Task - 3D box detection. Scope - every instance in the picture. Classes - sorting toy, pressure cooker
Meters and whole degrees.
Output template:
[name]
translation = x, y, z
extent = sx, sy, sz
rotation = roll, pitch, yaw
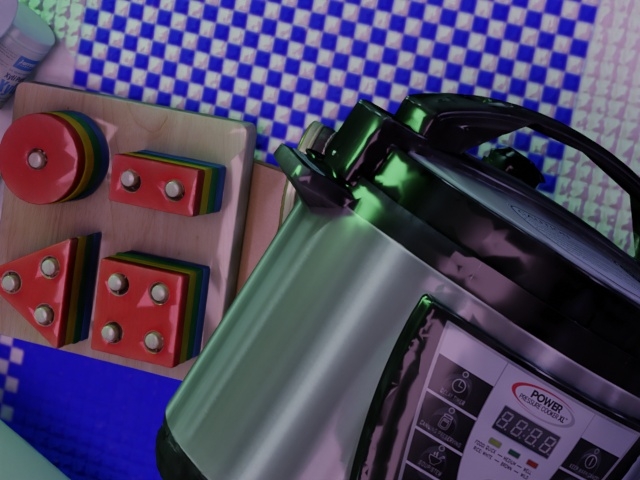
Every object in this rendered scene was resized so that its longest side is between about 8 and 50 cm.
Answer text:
[sorting toy]
translation = -0.210, -0.006, 1.694
extent = 0.255, 0.089, 0.257
rotation = 12, 101, 21
[pressure cooker]
translation = 0.105, 0.093, 1.448
extent = 0.375, 0.370, 0.420
rotation = 36, 96, 25

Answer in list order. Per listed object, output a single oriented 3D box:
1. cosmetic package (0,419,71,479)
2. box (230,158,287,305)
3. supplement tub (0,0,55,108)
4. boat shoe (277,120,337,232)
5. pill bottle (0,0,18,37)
[cosmetic package]
translation = -0.433, 0.372, 1.633
extent = 0.327, 0.394, 0.329
rotation = 40, 119, 0
[box]
translation = -0.121, 0.005, 1.720
extent = 0.164, 0.021, 0.201
rotation = 20, 103, 18
[supplement tub]
translation = -0.322, -0.179, 1.748
extent = 0.071, 0.071, 0.107
rotation = 48, 111, 9
[boat shoe]
translation = 0.000, 0.001, 1.648
extent = 0.073, 0.080, 0.223
rotation = 14, 107, 13
[pill bottle]
translation = -0.393, -0.220, 1.684
extent = 0.245, 0.136, 0.136
rotation = -2, 97, 50
